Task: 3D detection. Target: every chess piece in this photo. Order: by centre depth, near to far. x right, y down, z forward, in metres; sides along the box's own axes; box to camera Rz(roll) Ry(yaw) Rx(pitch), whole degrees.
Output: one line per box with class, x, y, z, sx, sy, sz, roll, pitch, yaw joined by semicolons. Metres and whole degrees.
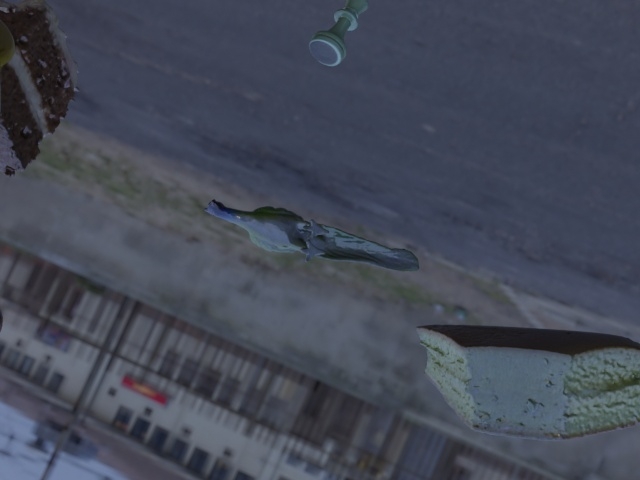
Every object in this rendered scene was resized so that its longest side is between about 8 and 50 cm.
chess piece;0.025;-0.236;1.429;0.042;0.093;0.042;23;148;15

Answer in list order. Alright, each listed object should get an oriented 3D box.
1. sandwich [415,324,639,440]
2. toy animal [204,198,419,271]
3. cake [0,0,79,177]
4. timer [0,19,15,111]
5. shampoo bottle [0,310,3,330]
sandwich;0.209;0.139;1.317;0.258;0.094;0.096;3;-164;24
toy animal;0.004;0.001;1.180;0.217;0.041;0.075;14;-179;-17
cake;-0.332;-0.162;1.308;0.135;0.147;0.134;8;134;22
timer;-0.395;-0.124;0.905;0.376;0.376;0.387;27;-160;-29
shampoo bottle;-0.461;0.067;1.555;0.118;0.076;0.314;17;166;8
